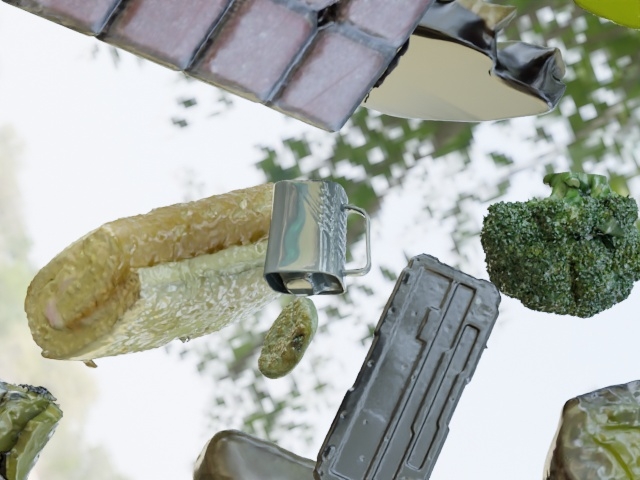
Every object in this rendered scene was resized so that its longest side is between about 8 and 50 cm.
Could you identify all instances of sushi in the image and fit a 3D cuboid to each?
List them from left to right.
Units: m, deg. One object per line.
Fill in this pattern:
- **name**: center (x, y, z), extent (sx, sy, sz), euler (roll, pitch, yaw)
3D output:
- **sushi**: center (-0.357, 0.198, 1.879), extent (0.131, 0.139, 0.291), euler (32, -13, -32)
- **sushi**: center (0.405, 0.364, 2.207), extent (0.299, 0.281, 0.294), euler (-89, -179, -45)

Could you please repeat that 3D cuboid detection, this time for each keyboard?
- **keyboard**: center (0.085, 0.135, 1.702), extent (0.106, 0.262, 0.016), euler (24, -25, 5)

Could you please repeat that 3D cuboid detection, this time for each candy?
- **candy**: center (-0.061, 0.343, 2.526), extent (0.104, 0.234, 0.102), euler (128, -17, -70)

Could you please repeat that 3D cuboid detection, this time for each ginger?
- **ginger**: center (0.092, -0.298, 2.173), extent (0.413, 0.211, 0.358), euler (9, -13, 33)

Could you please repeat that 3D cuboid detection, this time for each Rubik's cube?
- **Rubik's cube**: center (-0.081, -0.334, 1.337), extent (0.344, 0.344, 0.337), euler (22, 21, -44)

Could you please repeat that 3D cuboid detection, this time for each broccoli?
- **broccoli**: center (0.260, 0.002, 1.931), extent (0.195, 0.195, 0.156), euler (131, -27, -77)

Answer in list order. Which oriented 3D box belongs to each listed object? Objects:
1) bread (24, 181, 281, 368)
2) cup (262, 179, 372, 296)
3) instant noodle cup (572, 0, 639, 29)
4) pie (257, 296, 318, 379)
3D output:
- **bread**: center (-0.202, 0.052, 2.456), extent (0.236, 0.375, 0.165), euler (-39, -105, 36)
- **cup**: center (0.000, 0.000, 2.206), extent (0.095, 0.128, 0.129), euler (58, 33, -69)
- **instant noodle cup**: center (0.378, -0.392, 1.952), extent (0.221, 0.311, 0.311), euler (-53, 125, -70)
- **pie**: center (-0.031, 0.093, 1.698), extent (0.017, 0.085, 0.085), euler (29, 6, -24)
